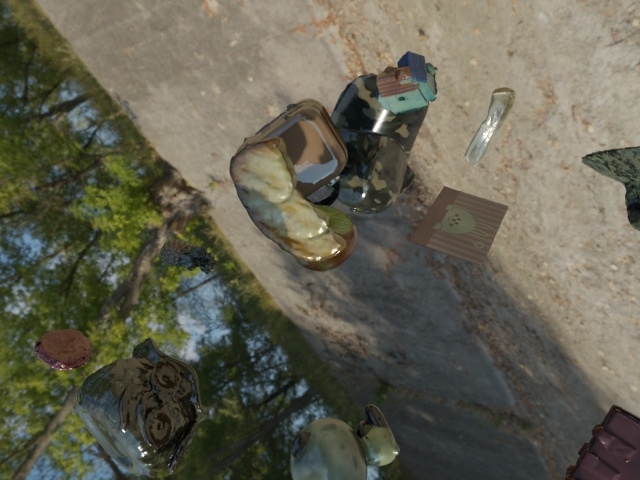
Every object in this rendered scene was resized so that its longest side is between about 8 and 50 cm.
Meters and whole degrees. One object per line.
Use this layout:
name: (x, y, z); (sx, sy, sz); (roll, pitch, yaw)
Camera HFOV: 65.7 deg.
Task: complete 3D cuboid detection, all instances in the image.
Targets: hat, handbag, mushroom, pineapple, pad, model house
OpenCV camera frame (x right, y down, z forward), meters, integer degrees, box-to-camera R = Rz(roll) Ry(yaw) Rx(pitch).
hat: (0.165, -0.274, 1.475); (0.382, 0.365, 0.258); (120, 155, -59)
handbag: (-0.063, -0.199, 1.343); (0.283, 0.301, 0.149); (49, -160, -21)
handbag: (0.641, 0.498, 0.965); (0.275, 0.260, 0.084); (29, -164, 27)
hat: (0.529, -0.070, 0.735); (0.265, 0.265, 0.129); (129, 144, -86)
mushroom: (0.408, -0.274, 1.204); (0.054, 0.059, 0.202); (-96, 20, -56)
pineapple: (-0.317, 0.040, 1.204); (0.159, 0.074, 0.074); (11, 149, 35)
pad: (0.391, -0.050, 1.378); (0.202, 0.300, 0.005); (21, 134, 22)
model house: (0.197, -0.392, 1.192); (0.148, 0.148, 0.120); (26, -120, -63)

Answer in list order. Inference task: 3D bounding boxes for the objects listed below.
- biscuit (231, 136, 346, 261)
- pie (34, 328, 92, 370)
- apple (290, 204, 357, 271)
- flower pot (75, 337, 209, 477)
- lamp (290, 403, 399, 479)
biscuit: (-0.080, -0.074, 1.061); (0.299, 0.154, 0.045); (58, -159, -7)
pie: (-0.700, 0.295, 1.358); (0.153, 0.038, 0.154); (16, -160, -6)
apple: (0.000, 0.000, 1.305); (0.173, 0.195, 0.160); (-133, 39, -64)
flower pot: (-0.409, 0.400, 1.175); (0.301, 0.213, 0.302); (22, 133, 26)
lamp: (0.050, 0.489, 1.122); (0.198, 0.243, 0.198); (46, 144, 48)
